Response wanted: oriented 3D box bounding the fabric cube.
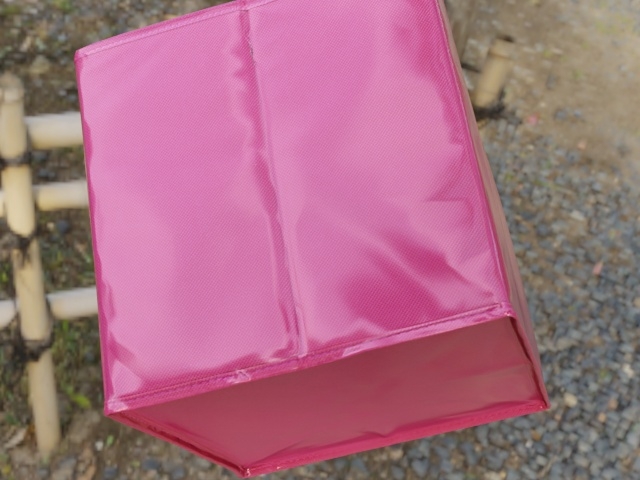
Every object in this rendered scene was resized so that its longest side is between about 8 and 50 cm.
[{"bbox_3d":[0.000,0.000,0.758,0.259,0.254,0.258,-14,67,10],"label":"fabric cube"}]
